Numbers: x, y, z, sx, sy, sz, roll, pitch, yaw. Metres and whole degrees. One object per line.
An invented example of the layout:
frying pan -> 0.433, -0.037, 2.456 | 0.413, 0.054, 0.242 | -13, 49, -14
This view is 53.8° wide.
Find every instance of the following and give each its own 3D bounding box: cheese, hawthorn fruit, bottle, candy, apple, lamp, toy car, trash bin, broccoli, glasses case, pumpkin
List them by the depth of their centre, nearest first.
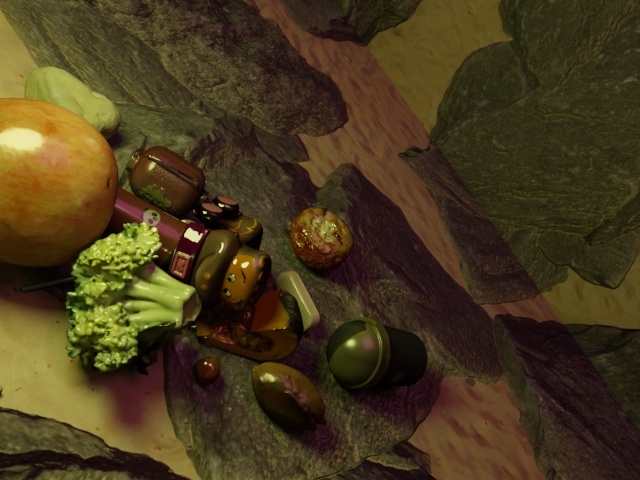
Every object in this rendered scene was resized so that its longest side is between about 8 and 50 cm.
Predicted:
apple -> -0.663, -0.130, 1.398 | 0.346, 0.391, 0.392 | 8, 49, -43
broccoli -> -0.395, 0.136, 1.430 | 0.293, 0.280, 0.348 | 13, 86, -60
candy -> -0.569, 0.087, 1.547 | 0.323, 0.097, 0.097 | -14, 64, -41
hawthorn fruit -> -0.279, 0.343, 1.584 | 0.066, 0.066, 0.103 | 3, 64, -44
toy car -> -0.238, 0.051, 1.667 | 0.240, 0.271, 0.341 | 23, 19, 6
bottle -> -0.515, -0.059, 1.679 | 0.336, 0.144, 0.144 | 32, 36, -16
pumpkin -> -0.179, 0.214, 1.701 | 0.280, 0.190, 0.139 | 23, 41, -27
cheese -> -0.707, -0.365, 1.771 | 0.248, 0.173, 0.251 | 55, 36, 0
lamp -> -0.440, -0.172, 1.840 | 0.258, 0.180, 0.180 | 31, 37, -15
trash bin -> 0.157, 0.340, 1.898 | 0.333, 0.214, 0.214 | 13, 45, -43
glasses case -> -0.072, 0.186, 1.933 | 0.050, 0.083, 0.196 | -4, 59, -47

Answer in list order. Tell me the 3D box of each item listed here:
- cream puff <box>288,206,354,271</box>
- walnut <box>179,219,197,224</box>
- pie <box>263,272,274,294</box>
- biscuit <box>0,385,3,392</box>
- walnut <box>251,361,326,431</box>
cream puff -> 0.000, -0.001, 2.133 | 0.240, 0.164, 0.240 | 15, 43, -14
walnut -> -0.390, -0.021, 1.829 | 0.096, 0.083, 0.079 | 30, 9, -19
pie -> -0.212, 0.082, 1.906 | 0.163, 0.079, 0.194 | 24, 38, -43
biscuit -> -0.683, 0.293, 1.257 | 0.092, 0.016, 0.082 | 16, 39, -36
walnut -> -0.082, 0.409, 1.652 | 0.245, 0.137, 0.137 | 36, 35, 1
